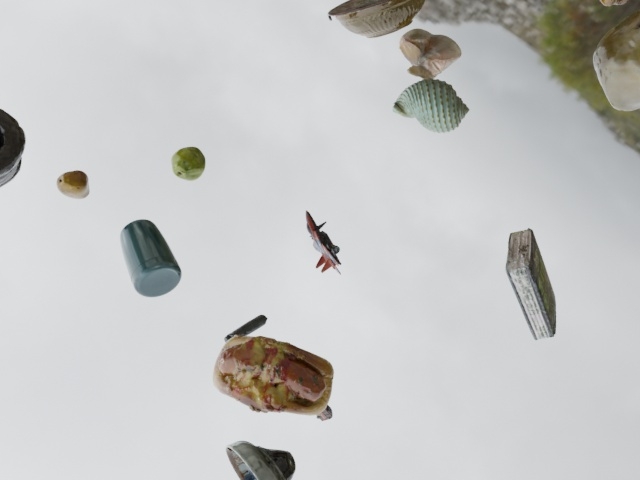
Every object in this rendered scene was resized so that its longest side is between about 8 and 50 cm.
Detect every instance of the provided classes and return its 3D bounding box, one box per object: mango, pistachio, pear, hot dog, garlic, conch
[{"bbox_3d":[-0.633,-0.141,2.069,0.114,0.080,0.060,51,-156,-74],"label":"mango"},{"bbox_3d":[0.607,-0.326,1.451,0.288,0.197,0.166,-16,-142,-38],"label":"pistachio"},{"bbox_3d":[-0.336,-0.202,2.065,0.092,0.092,0.097,28,-126,-13],"label":"pear"},{"bbox_3d":[-0.104,0.279,1.657,0.256,0.150,0.153,13,171,8],"label":"hot dog"},{"bbox_3d":[0.278,-0.494,2.098,0.174,0.124,0.099,36,171,25],"label":"garlic"},{"bbox_3d":[0.245,-0.301,1.740,0.153,0.102,0.135,26,-144,-1],"label":"conch"}]

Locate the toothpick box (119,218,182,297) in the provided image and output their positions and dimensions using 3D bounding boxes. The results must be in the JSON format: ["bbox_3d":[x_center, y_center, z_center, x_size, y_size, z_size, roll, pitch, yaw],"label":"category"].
[{"bbox_3d":[-0.423,0.039,1.973,0.120,0.120,0.184,10,-143,-43],"label":"toothpick box"}]

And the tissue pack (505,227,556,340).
[{"bbox_3d":[0.535,0.112,2.030,0.235,0.073,0.173,62,-152,-28],"label":"tissue pack"}]

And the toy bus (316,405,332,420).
[{"bbox_3d":[-0.001,0.448,2.149,0.110,0.043,0.031,55,-157,-50],"label":"toy bus"}]

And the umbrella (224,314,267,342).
[{"bbox_3d":[-0.189,0.225,2.036,0.031,0.036,0.133,35,-134,28],"label":"umbrella"}]

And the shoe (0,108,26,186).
[{"bbox_3d":[-0.770,-0.137,1.578,0.384,0.237,0.171,-26,-90,-25],"label":"shoe"}]

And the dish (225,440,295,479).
[{"bbox_3d":[-0.072,0.344,1.203,0.078,0.141,0.141,-32,-119,-21],"label":"dish"}]

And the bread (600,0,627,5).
[{"bbox_3d":[0.517,-0.576,1.552,0.077,0.139,0.271,-20,-116,-30],"label":"bread"}]

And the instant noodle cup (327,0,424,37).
[{"bbox_3d":[0.157,-0.568,2.000,0.274,0.274,0.091,-82,-26,-64],"label":"instant noodle cup"}]

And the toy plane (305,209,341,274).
[{"bbox_3d":[0.003,-0.001,2.014,0.061,0.189,0.130,-25,-150,-18],"label":"toy plane"}]
